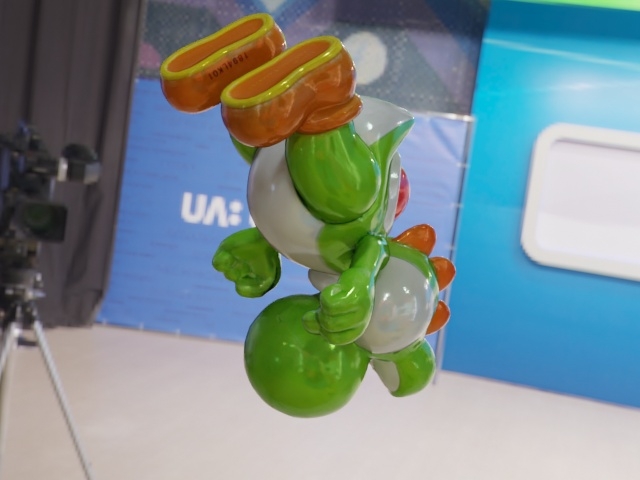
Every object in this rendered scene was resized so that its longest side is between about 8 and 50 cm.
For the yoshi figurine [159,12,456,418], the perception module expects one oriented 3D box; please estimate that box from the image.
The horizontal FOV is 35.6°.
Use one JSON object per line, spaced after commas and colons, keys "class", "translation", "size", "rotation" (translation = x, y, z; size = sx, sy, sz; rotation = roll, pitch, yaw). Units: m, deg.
{"class": "yoshi figurine", "translation": [-0.017, 0.018, 0.806], "size": [0.203, 0.362, 0.203], "rotation": [-8, 38, 23]}
